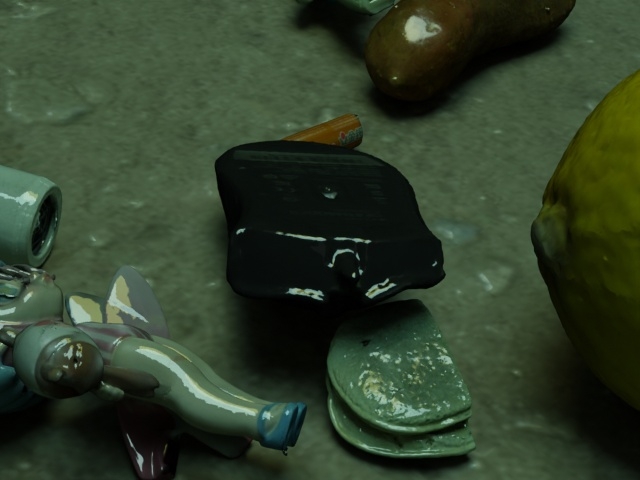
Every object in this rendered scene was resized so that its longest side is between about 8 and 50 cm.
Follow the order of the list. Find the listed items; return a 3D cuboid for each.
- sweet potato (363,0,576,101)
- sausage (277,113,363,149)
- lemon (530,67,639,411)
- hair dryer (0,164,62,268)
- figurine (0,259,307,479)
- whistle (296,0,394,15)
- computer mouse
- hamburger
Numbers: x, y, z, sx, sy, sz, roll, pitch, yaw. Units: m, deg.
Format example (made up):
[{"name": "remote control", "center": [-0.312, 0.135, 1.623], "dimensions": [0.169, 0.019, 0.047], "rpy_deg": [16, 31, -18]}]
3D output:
[{"name": "sweet potato", "center": [0.136, -0.204, 1.364], "dimensions": [0.097, 0.097, 0.292], "rpy_deg": [29, 39, 28]}, {"name": "sausage", "center": [-0.011, -0.076, 1.209], "dimensions": [0.107, 0.031, 0.031], "rpy_deg": [-25, 46, -37]}, {"name": "lemon", "center": [0.283, -0.002, 0.954], "dimensions": [0.293, 0.293, 0.293], "rpy_deg": [5, 35, -3]}, {"name": "hair dryer", "center": [-0.280, 0.022, 0.997], "dimensions": [0.131, 0.073, 0.236], "rpy_deg": [15, 39, 9]}, {"name": "figurine", "center": [-0.140, 0.085, 0.886], "dimensions": [0.260, 0.103, 0.205], "rpy_deg": [18, 11, 9]}, {"name": "whistle", "center": [0.014, -0.268, 1.421], "dimensions": [0.114, 0.077, 0.236], "rpy_deg": [-25, 31, -6]}, {"name": "computer mouse", "center": [0.000, 0.000, 1.043], "dimensions": [0.147, 0.088, 0.264], "rpy_deg": [1, 17, -6]}, {"name": "hamburger", "center": [0.044, 0.096, 0.962], "dimensions": [0.084, 0.054, 0.121], "rpy_deg": [-7, 45, -22]}]
